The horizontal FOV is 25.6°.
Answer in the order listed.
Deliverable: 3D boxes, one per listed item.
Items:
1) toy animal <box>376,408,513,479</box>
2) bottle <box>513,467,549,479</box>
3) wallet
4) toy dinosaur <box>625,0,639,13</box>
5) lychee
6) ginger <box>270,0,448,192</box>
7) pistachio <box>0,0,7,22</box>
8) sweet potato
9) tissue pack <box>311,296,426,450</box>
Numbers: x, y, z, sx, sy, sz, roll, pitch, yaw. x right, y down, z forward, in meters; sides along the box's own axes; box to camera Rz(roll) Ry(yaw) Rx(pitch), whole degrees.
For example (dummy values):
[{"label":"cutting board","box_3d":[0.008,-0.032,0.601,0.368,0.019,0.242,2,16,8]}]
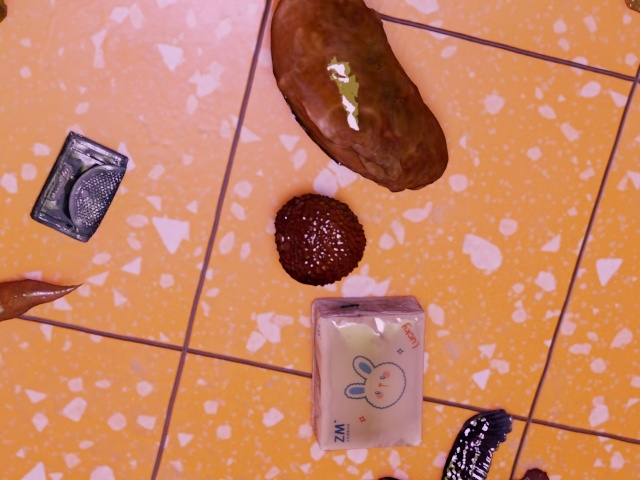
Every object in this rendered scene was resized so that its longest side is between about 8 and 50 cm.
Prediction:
[{"label":"toy animal","box_3d":[0.163,0.386,1.959,0.197,0.272,0.160,-2,131,32]},{"label":"bottle","box_3d":[0.288,0.368,2.006,0.101,0.047,0.063,-51,132,5]},{"label":"wallet","box_3d":[-0.311,-0.066,1.823,0.088,0.026,0.129,26,102,-12]},{"label":"toy dinosaur","box_3d":[0.368,-0.372,1.801,0.162,0.039,0.126,16,105,-9]},{"label":"lychee","box_3d":[-0.002,0.000,1.832,0.123,0.129,0.123,-3,84,33]},{"label":"ginger","box_3d":[0.040,-0.177,1.761,0.165,0.172,0.321,-15,116,40]},{"label":"pistachio","box_3d":[-0.452,-0.332,1.719,0.173,0.049,0.089,35,125,-16]},{"label":"sweet potato","box_3d":[-0.404,0.077,1.839,0.194,0.056,0.056,-14,107,7]},{"label":"tissue pack","box_3d":[0.064,0.181,1.901,0.148,0.092,0.196,-2,107,-6]}]
